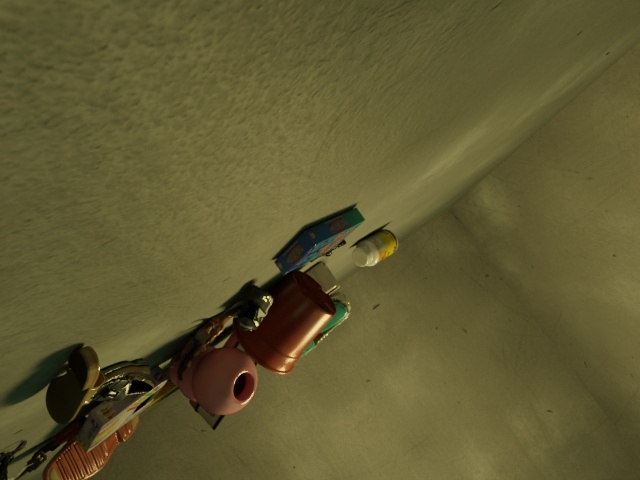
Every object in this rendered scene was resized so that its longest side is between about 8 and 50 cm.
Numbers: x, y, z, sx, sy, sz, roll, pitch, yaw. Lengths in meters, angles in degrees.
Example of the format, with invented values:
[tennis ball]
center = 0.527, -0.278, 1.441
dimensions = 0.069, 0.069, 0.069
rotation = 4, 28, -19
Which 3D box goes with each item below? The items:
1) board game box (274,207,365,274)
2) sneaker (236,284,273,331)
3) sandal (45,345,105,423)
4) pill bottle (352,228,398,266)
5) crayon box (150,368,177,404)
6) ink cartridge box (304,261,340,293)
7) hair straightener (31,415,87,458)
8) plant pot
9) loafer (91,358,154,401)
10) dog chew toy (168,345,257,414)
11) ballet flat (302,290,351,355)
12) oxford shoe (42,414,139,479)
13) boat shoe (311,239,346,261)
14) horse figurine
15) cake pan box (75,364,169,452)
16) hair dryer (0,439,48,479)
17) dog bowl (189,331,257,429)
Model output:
[board game box]
center = 0.000, 0.000, 1.228
dimensions = 0.210, 0.047, 0.160
rotation = -27, 168, -45
[sneaker]
center = -0.194, 0.207, 1.364
dimensions = 0.106, 0.078, 0.234
rotation = -63, 178, -28
[sandal]
center = -0.442, 0.269, 0.897
dimensions = 0.079, 0.088, 0.240
rotation = -14, 153, -51
[pill bottle]
center = 0.231, 0.036, 2.026
dimensions = 0.215, 0.117, 0.117
rotation = -26, 168, -43
[crayon box]
center = -0.589, 0.556, 1.875
dimensions = 0.319, 0.081, 0.202
rotation = -32, 171, -20
[ink cartridge box]
center = -0.067, 0.212, 1.868
dimensions = 0.273, 0.114, 0.198
rotation = -35, 171, 2
[hair straightener]
center = -0.850, 0.659, 1.559
dimensions = 0.230, 0.047, 0.089
rotation = -41, 171, 3
[plant pot]
center = -0.107, 0.259, 1.600
dimensions = 0.265, 0.272, 0.272
rotation = -46, 169, 12
[loafer]
center = -0.492, 0.358, 1.186
dimensions = 0.096, 0.084, 0.267
rotation = -35, 171, 2
[dog chew toy]
center = -0.363, 0.432, 1.526
dimensions = 0.332, 0.206, 0.207
rotation = 4, -162, 37
[ballet flat]
center = -0.041, 0.344, 1.895
dimensions = 0.409, 0.147, 0.147
rotation = -37, 171, 15
[oxford shoe]
center = -0.811, 0.717, 1.647
dimensions = 0.147, 0.140, 0.397
rotation = -15, -176, 19
[boat shoe]
center = 0.019, 0.030, 1.480
dimensions = 0.133, 0.042, 0.049
rotation = -34, 173, 3
[horse figurine]
center = -0.350, 0.299, 1.411
dimensions = 0.263, 0.066, 0.174
rotation = -47, -175, 19
[cake pan box]
center = -0.642, 0.544, 1.545
dimensions = 0.245, 0.070, 0.267
rotation = -47, 171, 37
[hair dryer]
center = -0.914, 0.643, 1.272
dimensions = 0.294, 0.080, 0.223
rotation = -37, 157, -26
[dog bowl]
center = -0.371, 0.538, 1.909
dimensions = 0.408, 0.150, 0.408
rotation = -57, -179, 1
